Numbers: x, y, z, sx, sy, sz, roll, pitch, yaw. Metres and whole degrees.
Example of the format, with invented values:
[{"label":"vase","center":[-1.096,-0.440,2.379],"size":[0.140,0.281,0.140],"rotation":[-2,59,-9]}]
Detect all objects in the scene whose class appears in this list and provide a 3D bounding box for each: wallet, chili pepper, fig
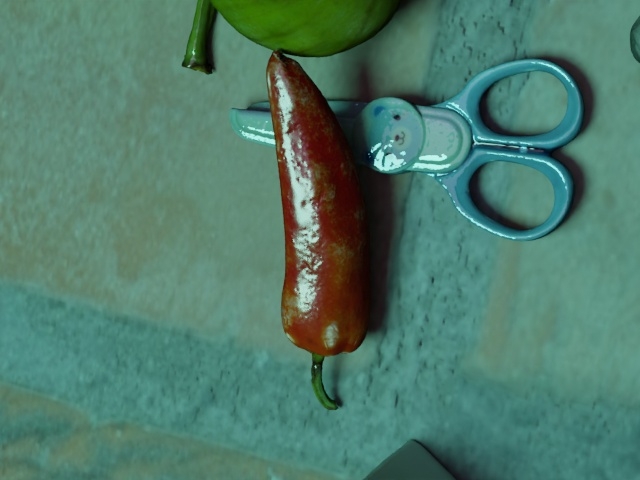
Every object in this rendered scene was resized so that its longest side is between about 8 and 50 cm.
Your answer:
[{"label":"wallet","center":[0.061,0.174,0.828],"size":[0.025,0.122,0.061],"rotation":[-42,80,18]},{"label":"chili pepper","center":[0.000,0.000,0.852],"size":[0.063,0.071,0.272],"rotation":[22,122,52]},{"label":"fig","center":[-0.021,-0.195,0.845],"size":[0.142,0.186,0.147],"rotation":[-22,111,-21]}]

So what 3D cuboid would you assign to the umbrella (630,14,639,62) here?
[{"label":"umbrella","center":[0.342,-0.057,0.736],"size":[0.337,0.067,0.073],"rotation":[34,118,15]}]

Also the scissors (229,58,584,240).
[{"label":"scissors","center":[0.055,-0.074,0.862],"size":[0.256,0.030,0.125],"rotation":[8,94,18]}]
